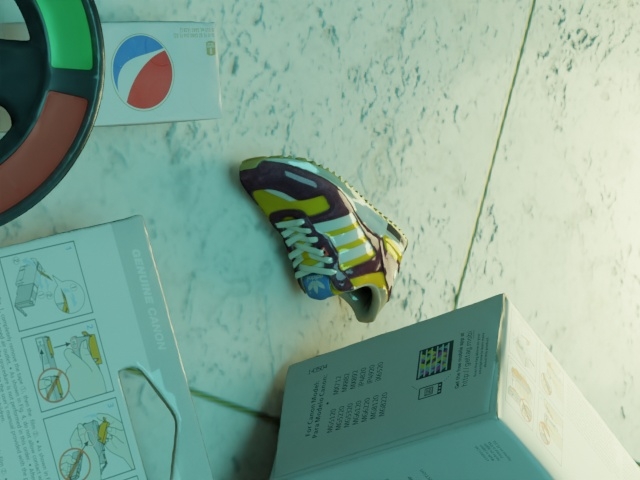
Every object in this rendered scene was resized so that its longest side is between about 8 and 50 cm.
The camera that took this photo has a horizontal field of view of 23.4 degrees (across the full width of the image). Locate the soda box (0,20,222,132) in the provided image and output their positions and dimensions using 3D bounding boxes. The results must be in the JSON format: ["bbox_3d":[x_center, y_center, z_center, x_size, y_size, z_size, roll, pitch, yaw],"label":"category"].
[{"bbox_3d":[-0.172,-0.115,1.074,0.216,0.069,0.073,-8,97,-43],"label":"soda box"}]

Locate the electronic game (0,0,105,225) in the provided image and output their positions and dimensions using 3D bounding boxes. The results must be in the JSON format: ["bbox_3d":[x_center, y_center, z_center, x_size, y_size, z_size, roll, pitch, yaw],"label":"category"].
[{"bbox_3d":[-0.248,-0.111,0.951,0.229,0.048,0.229,0,94,-7],"label":"electronic game"}]

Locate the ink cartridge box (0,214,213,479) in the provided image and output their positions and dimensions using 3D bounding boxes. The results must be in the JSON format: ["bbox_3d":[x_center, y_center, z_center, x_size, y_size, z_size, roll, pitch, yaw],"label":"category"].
[{"bbox_3d":[-0.202,0.150,1.016,0.261,0.066,0.296,-14,88,-41],"label":"ink cartridge box"}]

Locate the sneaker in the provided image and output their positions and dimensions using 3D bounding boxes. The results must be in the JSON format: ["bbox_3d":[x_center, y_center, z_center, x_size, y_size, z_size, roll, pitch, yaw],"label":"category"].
[{"bbox_3d":[0.000,0.000,1.238,0.185,0.070,0.083,33,65,-38],"label":"sneaker"}]

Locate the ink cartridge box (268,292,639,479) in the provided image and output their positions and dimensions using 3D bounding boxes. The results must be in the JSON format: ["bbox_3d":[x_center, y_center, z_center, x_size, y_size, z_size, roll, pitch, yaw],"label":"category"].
[{"bbox_3d":[0.103,0.219,1.262,0.309,0.272,0.130,50,33,-33],"label":"ink cartridge box"}]
